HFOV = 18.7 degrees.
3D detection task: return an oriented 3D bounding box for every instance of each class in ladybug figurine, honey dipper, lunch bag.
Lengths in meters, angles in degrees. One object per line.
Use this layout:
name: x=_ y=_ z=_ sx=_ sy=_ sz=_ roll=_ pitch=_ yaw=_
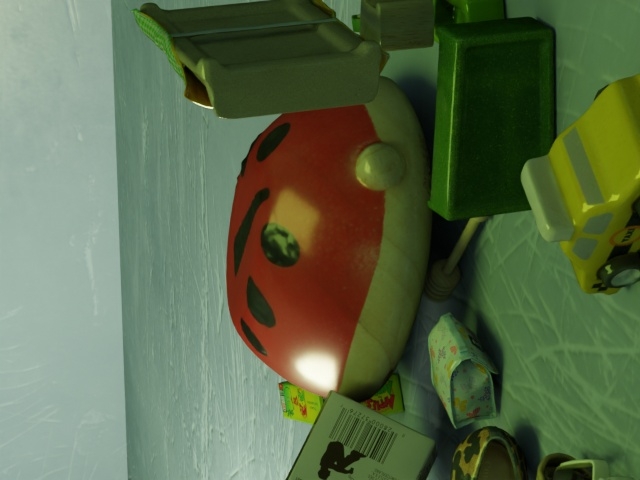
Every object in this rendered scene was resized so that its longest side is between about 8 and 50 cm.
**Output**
ladybug figurine: x=0.000 y=0.000 z=1.918 sx=0.449 sy=0.162 sz=0.305 roll=112 pitch=156 yaw=-65
honey dipper: x=0.127 y=0.010 z=1.779 sx=0.161 sy=0.030 sz=0.030 roll=114 pitch=144 yaw=-60
lunch bag: x=0.131 y=0.117 z=1.781 sx=0.071 sy=0.053 sz=0.083 roll=-116 pitch=13 yaw=-55

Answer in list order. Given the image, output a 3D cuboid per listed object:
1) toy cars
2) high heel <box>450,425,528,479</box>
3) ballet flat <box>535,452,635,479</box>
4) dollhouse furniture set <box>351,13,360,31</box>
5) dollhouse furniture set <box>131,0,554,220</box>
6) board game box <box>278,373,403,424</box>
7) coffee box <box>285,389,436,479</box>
toy cars: x=0.220 y=-0.016 z=1.289 sx=0.393 sy=0.087 sz=0.176 roll=-149 pitch=52 yaw=-71
high heel: x=0.156 y=0.300 z=1.699 sx=0.186 sy=0.093 sz=0.261 roll=91 pitch=172 yaw=-55
ballet flat: x=0.212 y=0.207 z=1.486 sx=0.232 sy=0.080 sz=0.073 roll=-170 pitch=87 yaw=-73
dollhouse furniture set: x=0.052 y=-0.269 z=1.795 sx=0.058 sy=0.076 sz=0.152 roll=-152 pitch=53 yaw=-71
dollhouse furniture set: x=0.016 y=-0.110 z=1.578 sx=0.197 sy=0.301 sz=0.151 roll=-134 pitch=40 yaw=-61
board game box: x=0.020 y=0.173 z=2.150 sx=0.181 sy=0.092 sz=0.043 roll=172 pitch=88 yaw=-75
coffee box: x=0.000 y=0.311 z=1.897 sx=0.297 sy=0.119 sz=0.168 roll=-63 pitch=-9 yaw=-8
